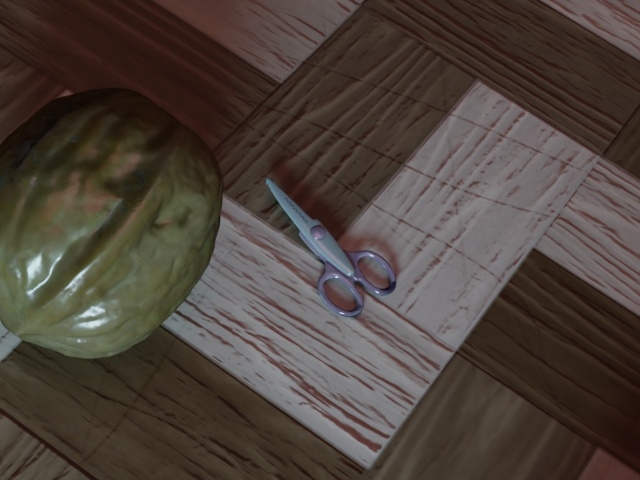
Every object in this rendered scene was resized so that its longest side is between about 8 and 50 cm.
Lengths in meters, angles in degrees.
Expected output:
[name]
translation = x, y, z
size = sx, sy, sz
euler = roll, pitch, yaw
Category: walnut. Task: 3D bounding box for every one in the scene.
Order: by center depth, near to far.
[walnut]
translation = -0.207, -0.015, 1.289
size = 0.225, 0.225, 0.261
euler = 26, 59, 5

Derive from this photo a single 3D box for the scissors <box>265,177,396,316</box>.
[scissors]
translation = 0.000, 0.000, 1.439
size = 0.085, 0.022, 0.176
euler = -32, 71, -26
